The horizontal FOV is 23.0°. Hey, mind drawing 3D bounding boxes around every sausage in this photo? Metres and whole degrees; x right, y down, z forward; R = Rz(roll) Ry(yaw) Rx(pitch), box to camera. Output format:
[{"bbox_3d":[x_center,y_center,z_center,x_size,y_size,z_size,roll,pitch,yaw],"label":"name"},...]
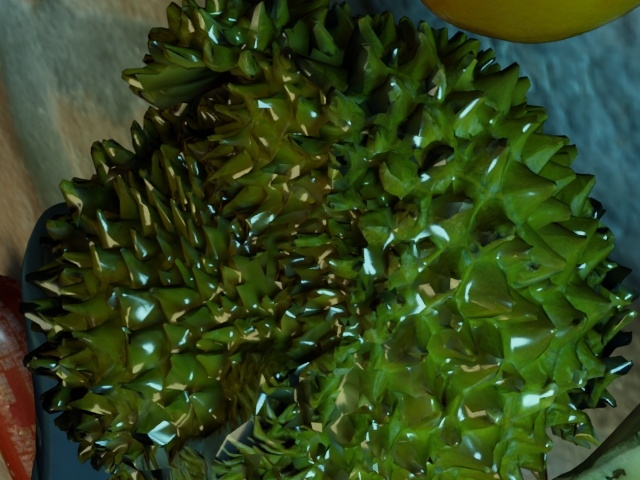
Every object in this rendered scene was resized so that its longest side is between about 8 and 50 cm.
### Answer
[{"bbox_3d":[-0.197,0.133,1.119,0.074,0.074,0.274,3,120,44],"label":"sausage"}]

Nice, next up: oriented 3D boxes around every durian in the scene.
[{"bbox_3d":[-0.002,0.011,0.691,0.293,0.258,0.258,36,143,49],"label":"durian"}]

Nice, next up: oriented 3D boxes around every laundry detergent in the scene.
[{"bbox_3d":[-0.147,0.121,1.004,0.143,0.094,0.290,-108,22,-46],"label":"laundry detergent"}]

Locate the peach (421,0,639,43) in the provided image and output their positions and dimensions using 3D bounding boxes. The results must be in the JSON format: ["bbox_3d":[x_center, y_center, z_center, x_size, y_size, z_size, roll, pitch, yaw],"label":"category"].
[{"bbox_3d":[0.076,-0.140,0.591,0.138,0.138,0.138,26,135,29],"label":"peach"}]

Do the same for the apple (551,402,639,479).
[{"bbox_3d":[0.236,0.093,0.620,0.193,0.120,0.265,39,145,-4],"label":"apple"}]
